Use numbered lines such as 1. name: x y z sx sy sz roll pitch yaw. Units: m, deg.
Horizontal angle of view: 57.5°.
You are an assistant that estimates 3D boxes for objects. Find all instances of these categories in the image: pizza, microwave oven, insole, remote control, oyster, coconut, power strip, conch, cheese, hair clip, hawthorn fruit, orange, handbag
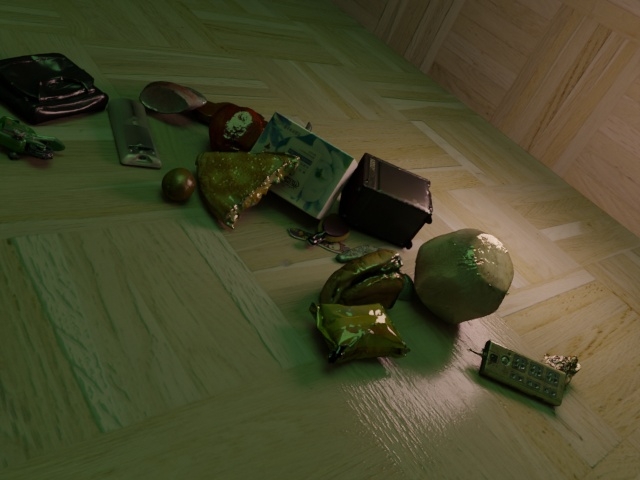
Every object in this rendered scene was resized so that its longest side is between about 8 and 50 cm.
1. pizza: -0.187 -0.163 1.587 0.288 0.075 0.279 -16 53 -6
2. microwave oven: 0.192 -0.111 1.764 0.248 0.188 0.178 22 39 -14
3. insole: 0.000 0.000 1.639 0.197 0.004 0.065 19 34 -11
4. remote control: -0.532 -0.319 1.668 0.110 0.055 0.313 3 40 -32
5. oyster: 0.622 0.344 1.550 0.108 0.053 0.166 34 40 30
6. coconut: 0.366 0.097 1.557 0.245 0.247 0.244 18 59 -33
7. power strip: 0.494 0.327 1.468 0.268 0.034 0.092 24 64 -3
8. conch: 0.226 0.122 1.582 0.085 0.056 0.076 4 52 -30
9. cheese: 0.016 -0.021 1.634 0.086 0.036 0.162 51 40 7
10. hair clip: 0.143 0.040 1.652 0.229 0.036 0.066 0 35 -34
11. hawthorn fruit: -0.258 -0.320 1.777 0.174 0.173 0.178 5 69 -29
12. orange: -0.370 -0.145 1.516 0.085 0.085 0.095 27 31 0
13. handbag: -0.770 -0.433 1.643 0.244 0.088 0.275 39 34 12

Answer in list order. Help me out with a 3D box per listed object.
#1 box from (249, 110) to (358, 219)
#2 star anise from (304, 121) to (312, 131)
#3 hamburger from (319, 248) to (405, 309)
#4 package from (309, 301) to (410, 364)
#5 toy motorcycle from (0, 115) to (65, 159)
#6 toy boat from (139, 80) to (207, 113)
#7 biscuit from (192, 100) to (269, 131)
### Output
1. box: -0.061 -0.212 1.688 0.274 0.203 0.116 33 2 8
2. star anise: -0.081 -0.283 1.880 0.283 0.129 0.212 23 44 13
3. hamburger: 0.093 0.095 1.451 0.208 0.155 0.135 -6 40 -29
4. package: 0.088 0.209 1.335 0.227 0.090 0.168 2 43 -28
5. toy motorcycle: -0.738 -0.251 1.431 0.190 0.074 0.106 23 25 -5
6. toy boat: -0.455 -0.474 1.907 0.206 0.096 0.282 8 19 3
7. biscuit: -0.286 -0.403 1.959 0.291 0.041 0.208 16 31 -10
